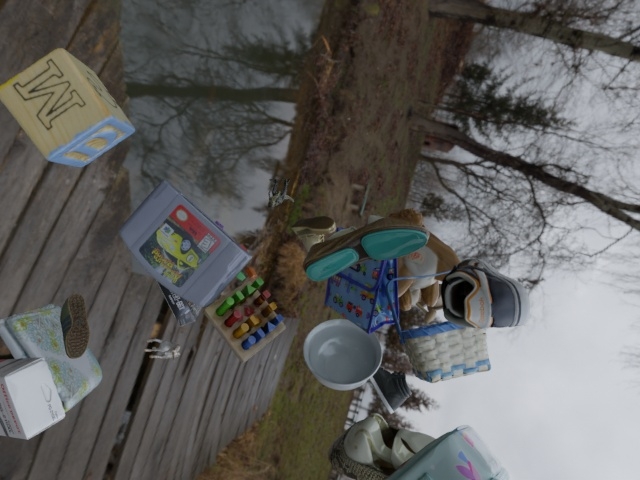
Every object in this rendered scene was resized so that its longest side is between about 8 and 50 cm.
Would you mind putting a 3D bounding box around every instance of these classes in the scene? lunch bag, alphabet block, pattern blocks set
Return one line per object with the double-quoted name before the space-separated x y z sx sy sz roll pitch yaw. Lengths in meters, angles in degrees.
"lunch bag" 0.134 0.099 1.282 0.138 0.220 0.294 -12 114 -35
"lunch bag" 0.130 0.388 0.584 0.279 0.108 0.224 -44 149 5
"alphabet block" -0.637 -0.327 1.056 0.193 0.197 0.192 -35 -172 -4
"pattern blocks set" -0.314 0.022 1.409 0.026 0.285 0.325 -39 -151 3

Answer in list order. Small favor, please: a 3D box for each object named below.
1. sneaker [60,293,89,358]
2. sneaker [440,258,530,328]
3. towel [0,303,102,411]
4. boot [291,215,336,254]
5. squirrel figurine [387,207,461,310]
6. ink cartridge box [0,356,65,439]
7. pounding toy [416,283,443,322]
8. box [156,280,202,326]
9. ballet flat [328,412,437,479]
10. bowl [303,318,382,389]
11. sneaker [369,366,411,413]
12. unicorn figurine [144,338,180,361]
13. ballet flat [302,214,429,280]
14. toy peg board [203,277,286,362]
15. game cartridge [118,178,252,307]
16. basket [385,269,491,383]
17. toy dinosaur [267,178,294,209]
"sneaker" -0.756 0.264 1.263 0.064 0.086 0.192 4 74 -46
"sneaker" 0.323 0.109 0.915 0.321 0.127 0.126 -95 -178 -87
"towel" -0.953 0.408 1.476 0.090 0.375 0.320 -33 -177 -7
"boot" 0.000 0.000 1.858 0.095 0.261 0.204 -44 118 -35
"squirrel figurine" 0.340 0.081 1.628 0.370 0.280 0.398 78 -5 -71
"ink cartridge box" -0.803 0.408 1.080 0.100 0.237 0.172 -28 105 -59
"pounding toy" 0.485 0.222 1.842 0.154 0.154 0.270 -48 -153 25
"box" -0.600 0.201 1.821 0.307 0.076 0.243 -106 175 -75
"ballet flat" 0.196 0.510 0.987 0.164 0.482 0.182 -46 122 -39
"bowl" 0.079 0.453 1.568 0.298 0.297 0.134 -64 163 -49
"sneaker" 0.282 0.581 1.799 0.146 0.296 0.105 -31 155 -4
"unicorn figurine" -0.460 0.323 1.224 0.162 0.111 0.060 93 0 -75
"ballet flat" 0.109 0.002 1.086 0.116 0.342 0.124 53 24 -36
"toy peg board" -0.171 0.183 1.023 0.161 0.161 0.079 -33 171 -48
"game cartridge" -0.340 0.016 1.016 0.196 0.294 0.060 -49 178 3
"basket" 0.325 0.232 1.144 0.201 0.254 0.289 112 -29 -80
"toy dinosaur" -0.174 -0.205 1.768 0.268 0.063 0.118 -36 131 -67
